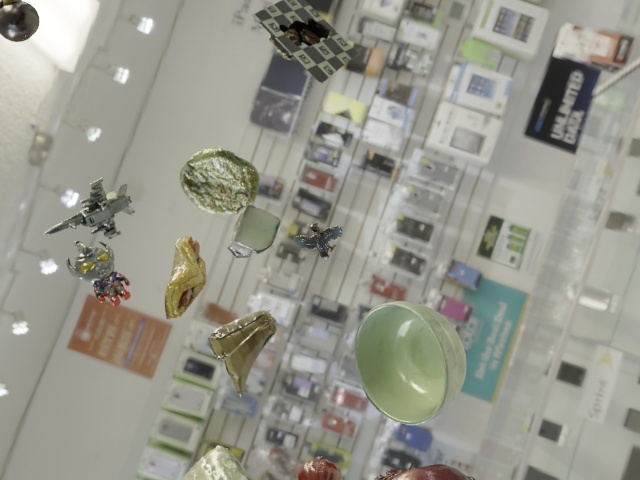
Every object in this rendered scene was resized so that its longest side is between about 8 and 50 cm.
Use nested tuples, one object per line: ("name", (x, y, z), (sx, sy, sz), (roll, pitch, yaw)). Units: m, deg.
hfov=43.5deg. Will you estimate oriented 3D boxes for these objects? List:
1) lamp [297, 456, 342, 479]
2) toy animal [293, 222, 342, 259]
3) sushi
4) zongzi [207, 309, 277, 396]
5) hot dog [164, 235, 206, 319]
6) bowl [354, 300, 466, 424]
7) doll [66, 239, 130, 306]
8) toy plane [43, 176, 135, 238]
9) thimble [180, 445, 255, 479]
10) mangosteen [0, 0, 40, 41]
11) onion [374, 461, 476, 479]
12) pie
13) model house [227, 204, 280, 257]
("lamp", (-0.002, 0.527, 1.780), (0.101, 0.101, 0.090), (109, 168, -45))
("toy animal", (0.000, 0.000, 2.442), (0.220, 0.108, 0.062), (-10, 33, 44))
("sushi", (-0.038, -0.408, 1.668), (0.050, 0.192, 0.215), (-44, 3, 37))
("zongzi", (-0.188, 0.305, 2.206), (0.194, 0.197, 0.099), (-26, -6, -4))
("hot dog", (-0.237, 0.065, 1.441), (0.078, 0.061, 0.169), (73, -161, -62))
("bowl", (0.244, 0.295, 2.024), (0.163, 0.307, 0.307), (-12, -47, -40))
("doll", (-0.507, 0.069, 1.833), (0.104, 0.195, 0.062), (-40, -21, -7))
("toy plane", (-0.652, -0.066, 2.273), (0.262, 0.088, 0.192), (-33, -51, -30))
("thimble", (-0.209, 0.617, 1.795), (0.195, 0.291, 0.291), (-41, -8, -14))
("mangosteen", (-0.851, -0.627, 2.238), (0.140, 0.140, 0.140), (19, -90, -90))
("onion", (0.167, 0.481, 1.333), (0.221, 0.281, 0.281), (-52, -9, -26))
("pie", (-0.232, -0.137, 1.861), (0.041, 0.186, 0.187), (-83, 9, -51))
("model house", (-0.152, -0.007, 1.776), (0.100, 0.087, 0.101), (-49, 18, 60))
